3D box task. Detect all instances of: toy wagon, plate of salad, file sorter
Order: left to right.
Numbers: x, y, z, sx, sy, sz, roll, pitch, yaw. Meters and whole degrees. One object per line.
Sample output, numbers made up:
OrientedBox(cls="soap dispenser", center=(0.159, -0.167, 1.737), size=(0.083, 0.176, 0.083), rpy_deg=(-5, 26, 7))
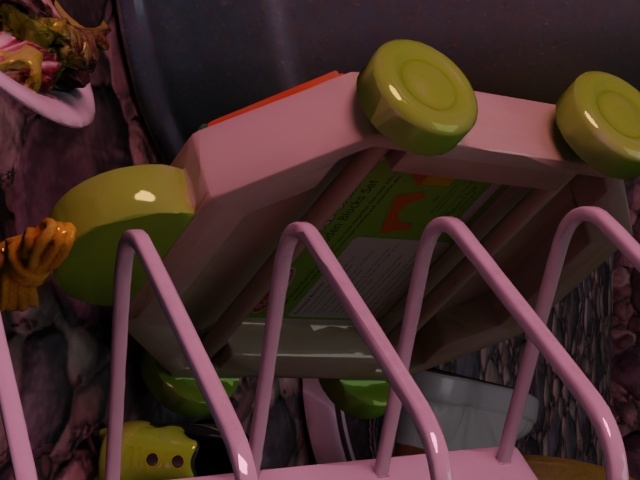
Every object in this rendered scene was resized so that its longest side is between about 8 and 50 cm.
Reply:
OrientedBox(cls="plate of salad", center=(-0.135, -0.123, 0.481), size=(0.200, 0.048, 0.200), rpy_deg=(51, 7, -9))
OrientedBox(cls="toy wagon", center=(0.000, 0.000, 0.727), size=(0.344, 0.267, 0.068), rpy_deg=(5, 53, -32))
OrientedBox(cls="file sorter", center=(0.003, 0.099, 0.540), size=(0.193, 0.278, 0.173), rpy_deg=(-121, -146, -53))

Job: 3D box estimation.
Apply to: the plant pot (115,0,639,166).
OrientedBox(cls="plant pot", center=(0.098, -0.181, 0.848), size=(0.341, 0.334, 0.341), rpy_deg=(1, 90, -70))

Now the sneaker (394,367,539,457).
OrientedBox(cls="sneaker", center=(0.113, 0.178, 1.276), size=(0.290, 0.106, 0.123), rpy_deg=(18, 83, -62))

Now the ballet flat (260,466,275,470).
OrientedBox(cls="ballet flat", center=(0.028, 0.193, 0.836), size=(0.086, 0.248, 0.086), rpy_deg=(-13, 110, -42))

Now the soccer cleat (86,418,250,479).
OrientedBox(cls="soccer cleat", center=(-0.063, 0.129, 0.794), size=(0.179, 0.072, 0.060), rpy_deg=(26, 67, -69))

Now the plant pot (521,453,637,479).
OrientedBox(cls="plant pot", center=(0.130, 0.349, 0.979), size=(0.366, 0.366, 0.353), rpy_deg=(61, 28, -55))

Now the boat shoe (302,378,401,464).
OrientedBox(cls="boat shoe", center=(0.050, 0.050, 1.062), size=(0.108, 0.102, 0.301), rpy_deg=(-10, 101, -70))
